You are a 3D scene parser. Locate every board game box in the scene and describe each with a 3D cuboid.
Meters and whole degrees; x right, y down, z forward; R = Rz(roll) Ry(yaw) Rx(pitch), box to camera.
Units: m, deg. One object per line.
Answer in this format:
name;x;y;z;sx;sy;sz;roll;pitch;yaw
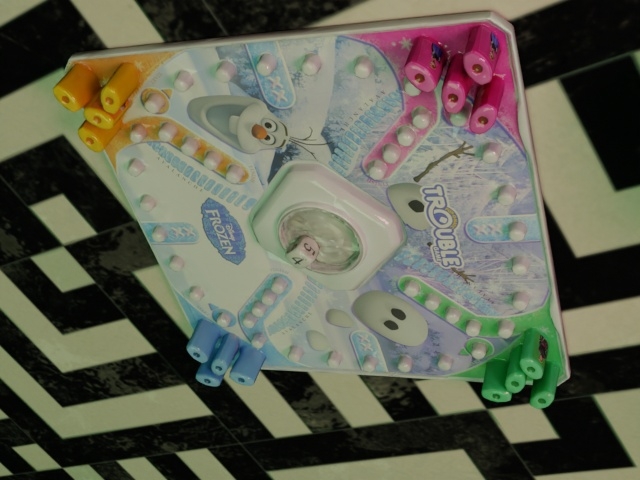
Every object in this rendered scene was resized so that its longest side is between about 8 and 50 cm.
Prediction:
board game box;0.000;0.000;0.846;0.390;0.050;0.389;0;131;24
